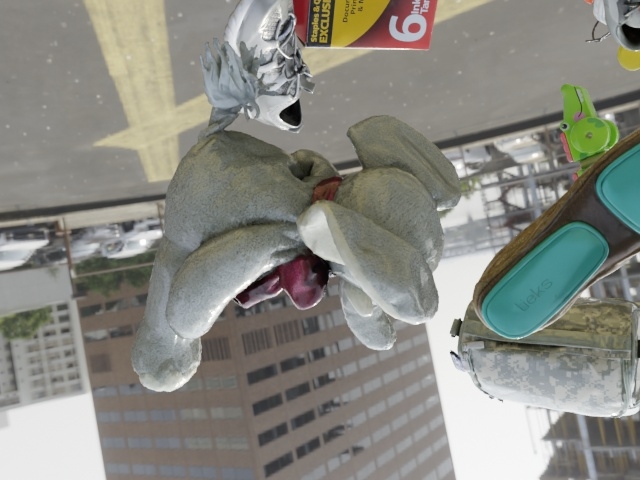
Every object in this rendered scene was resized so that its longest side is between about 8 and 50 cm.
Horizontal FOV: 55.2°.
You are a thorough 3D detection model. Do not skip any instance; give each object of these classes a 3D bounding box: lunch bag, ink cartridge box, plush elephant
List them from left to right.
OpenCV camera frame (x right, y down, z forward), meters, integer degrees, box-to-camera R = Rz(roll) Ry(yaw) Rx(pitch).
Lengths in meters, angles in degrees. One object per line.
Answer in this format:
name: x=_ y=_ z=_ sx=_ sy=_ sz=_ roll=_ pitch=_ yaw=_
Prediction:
plush elephant: x=0.000 y=0.000 z=0.579 sx=0.256 sy=0.329 sz=0.272 roll=24 pitch=-140 yaw=14
ink cartridge box: x=0.038 y=-0.445 z=0.881 sx=0.272 sy=0.309 sz=0.130 roll=-4 pitch=-147 yaw=-15
lunch bag: x=0.409 y=0.190 z=1.083 sx=0.305 sy=0.212 sz=0.256 roll=2 pitch=162 yaw=30

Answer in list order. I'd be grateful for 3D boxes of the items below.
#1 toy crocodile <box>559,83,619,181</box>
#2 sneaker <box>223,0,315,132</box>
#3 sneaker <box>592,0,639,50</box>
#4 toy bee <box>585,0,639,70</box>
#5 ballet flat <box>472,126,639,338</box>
toy crocodile: x=0.516 y=-0.131 z=1.144 sx=0.105 sy=0.340 sz=0.115 roll=-21 pitch=180 yaw=35
sneaker: x=-0.050 y=-0.244 z=0.813 sx=0.115 sy=0.105 sz=0.281 roll=32 pitch=162 yaw=6
sneaker: x=0.435 y=-0.369 z=0.850 sx=0.100 sy=0.107 sz=0.271 roll=-21 pitch=152 yaw=21
toy bee: x=0.523 y=-0.376 z=1.017 sx=0.162 sy=0.195 sz=0.298 roll=19 pitch=168 yaw=-27
ballet flat: x=0.297 y=-0.029 z=0.637 sx=0.342 sy=0.116 sz=0.124 roll=-48 pitch=-175 yaw=26
